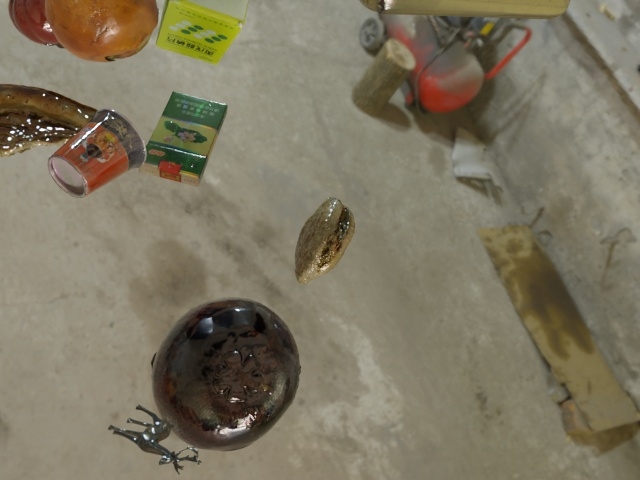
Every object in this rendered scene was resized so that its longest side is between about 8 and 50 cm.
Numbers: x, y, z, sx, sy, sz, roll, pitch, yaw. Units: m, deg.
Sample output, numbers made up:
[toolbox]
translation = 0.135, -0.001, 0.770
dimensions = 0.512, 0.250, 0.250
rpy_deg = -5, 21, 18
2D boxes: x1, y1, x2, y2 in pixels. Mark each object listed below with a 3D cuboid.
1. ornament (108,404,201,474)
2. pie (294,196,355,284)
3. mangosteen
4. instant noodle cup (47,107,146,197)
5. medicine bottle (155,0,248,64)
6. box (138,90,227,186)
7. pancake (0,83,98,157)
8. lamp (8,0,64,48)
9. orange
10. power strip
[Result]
[ornament]
translation = -0.205, 0.257, 0.829
dimensions = 0.125, 0.028, 0.073
rpy_deg = 20, 16, 15
[pie]
translation = 0.000, 0.000, 1.272
dimensions = 0.079, 0.163, 0.193
rpy_deg = 32, 61, -22
[mangosteen]
translation = -0.196, 0.273, 1.337
dimensions = 0.330, 0.330, 0.330
rpy_deg = 18, 49, -22
[instant noodle cup]
translation = -0.398, -0.147, 1.129
dimensions = 0.127, 0.127, 0.135
rpy_deg = 40, 51, -1
[medicine bottle]
translation = -0.223, -0.447, 1.222
dimensions = 0.137, 0.250, 0.141
rpy_deg = 11, 83, -20
[box]
translation = -0.295, -0.226, 1.402
dimensions = 0.132, 0.034, 0.235
rpy_deg = 15, 53, -2
[pancake]
translation = -0.558, -0.218, 1.226
dimensions = 0.266, 0.057, 0.244
rpy_deg = 22, 41, 10
[lamp]
translation = -0.679, -0.596, 1.652
dimensions = 0.227, 0.227, 0.227
rpy_deg = 18, 49, -22
[orange]
translation = -0.479, -0.507, 1.414
dimensions = 0.240, 0.240, 0.240
rpy_deg = 18, 49, -22
[power strip]
translation = 0.202, -0.371, 0.960
dimensions = 0.388, 0.066, 0.092
rpy_deg = -6, 42, -24
